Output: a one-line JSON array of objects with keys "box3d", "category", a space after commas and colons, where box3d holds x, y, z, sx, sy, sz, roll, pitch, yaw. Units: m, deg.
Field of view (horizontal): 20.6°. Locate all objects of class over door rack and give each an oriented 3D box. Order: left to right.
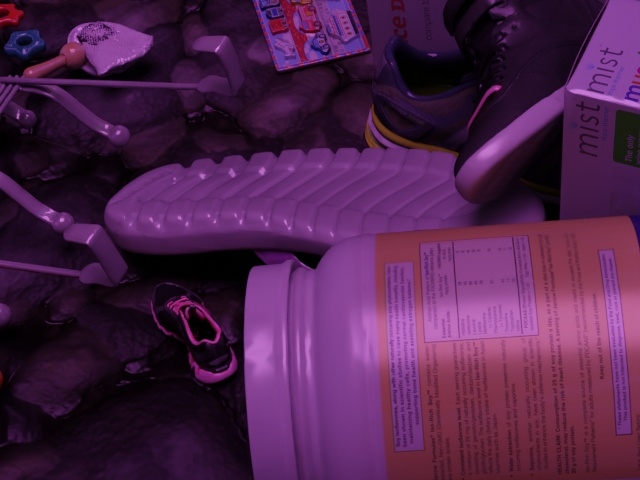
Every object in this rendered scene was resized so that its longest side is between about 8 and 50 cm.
[{"box3d": [-0.223, -0.045, 1.542, 0.324, 0.108, 0.239, -4, 47, 42], "category": "over door rack"}]

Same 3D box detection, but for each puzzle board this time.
[{"box3d": [-0.012, -0.224, 1.793, 0.096, 0.011, 0.128, -14, 48, -5], "category": "puzzle board"}]

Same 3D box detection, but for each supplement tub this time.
[{"box3d": [0.120, 0.108, 1.311, 0.331, 0.241, 0.241, -4, 47, 4], "category": "supplement tub"}]

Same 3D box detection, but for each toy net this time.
[{"box3d": [-0.281, -0.189, 1.780, 0.232, 0.045, 0.122, -4, 45, 3], "category": "toy net"}]

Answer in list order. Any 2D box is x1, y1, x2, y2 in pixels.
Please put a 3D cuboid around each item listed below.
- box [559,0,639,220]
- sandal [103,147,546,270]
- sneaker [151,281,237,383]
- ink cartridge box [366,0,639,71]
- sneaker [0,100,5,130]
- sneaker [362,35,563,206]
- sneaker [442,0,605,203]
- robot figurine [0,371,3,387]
[{"box3d": [0.315, -0.042, 1.403, 0.231, 0.262, 0.126, 15, 52, 18], "category": "box"}, {"box3d": [0.008, -0.008, 1.540, 0.416, 0.102, 0.169, 5, 32, 30], "category": "sandal"}, {"box3d": [-0.110, 0.067, 1.507, 0.047, 0.057, 0.119, -30, 49, -16], "category": "sneaker"}, {"box3d": [0.201, -0.239, 1.630, 0.306, 0.226, 0.131, 5, 47, 14], "category": "ink cartridge box"}, {"box3d": [-0.394, -0.071, 1.672, 0.093, 0.088, 0.225, 4, 45, 40], "category": "sneaker"}, {"box3d": [0.179, -0.113, 1.586, 0.300, 0.121, 0.111, 7, 49, 14], "category": "sneaker"}, {"box3d": [0.144, -0.142, 1.454, 0.147, 0.104, 0.296, 39, 43, 5], "category": "sneaker"}, {"box3d": [-0.372, 0.092, 1.474, 0.219, 0.158, 0.128, 26, 34, 28], "category": "robot figurine"}]
